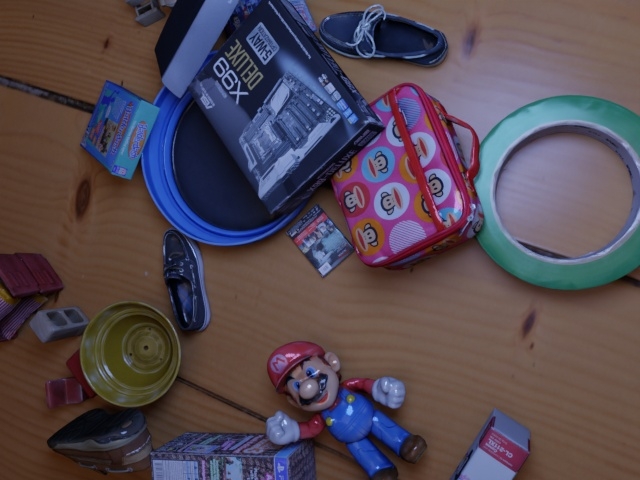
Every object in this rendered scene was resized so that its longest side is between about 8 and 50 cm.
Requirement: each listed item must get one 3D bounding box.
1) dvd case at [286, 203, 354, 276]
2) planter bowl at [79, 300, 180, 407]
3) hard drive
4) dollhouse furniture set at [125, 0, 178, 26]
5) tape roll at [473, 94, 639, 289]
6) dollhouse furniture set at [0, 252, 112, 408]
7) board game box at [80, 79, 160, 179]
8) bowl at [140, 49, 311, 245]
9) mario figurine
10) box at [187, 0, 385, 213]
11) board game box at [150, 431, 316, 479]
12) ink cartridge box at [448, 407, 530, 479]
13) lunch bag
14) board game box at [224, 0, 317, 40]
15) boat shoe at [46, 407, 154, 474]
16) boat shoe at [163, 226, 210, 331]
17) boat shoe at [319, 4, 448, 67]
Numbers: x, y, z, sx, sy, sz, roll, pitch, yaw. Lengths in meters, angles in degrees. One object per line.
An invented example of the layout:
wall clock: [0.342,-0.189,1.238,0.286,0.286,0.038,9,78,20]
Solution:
dvd case: [0.000,0.000,1.146,0.087,0.013,0.119,-43,76,13]
planter bowl: [-0.383,0.232,1.221,0.217,0.090,0.217,0,87,7]
hard drive: [-0.233,-0.414,1.087,0.254,0.054,0.172,-50,42,27]
dollhouse furniture set: [-0.341,-0.492,1.170,0.161,0.182,0.101,-19,84,17]
tape roll: [0.411,-0.078,0.980,0.322,0.077,0.321,0,90,18]
dollhouse furniture set: [-0.632,0.223,1.276,0.201,0.152,0.374,-44,77,13]
board game box: [-0.426,-0.237,1.220,0.210,0.047,0.160,34,102,45]
bowl: [-0.175,-0.183,1.171,0.392,0.077,0.390,0,89,18]
mario figurine: [0.030,0.312,1.044,0.321,0.198,0.170,40,141,8]
box: [-0.070,-0.238,1.028,0.242,0.077,0.307,-40,74,24]
board game box: [-0.162,0.508,1.128,0.291,0.141,0.231,-4,88,18]
ink cartridge box: [0.281,0.393,0.991,0.072,0.127,0.175,32,99,17]
lunch bag: [0.155,-0.113,1.004,0.258,0.120,0.293,-28,68,28]
board game box: [-0.116,-0.476,1.118,0.194,0.060,0.194,0,110,41]
boat shoe: [-0.456,0.430,1.202,0.324,0.123,0.119,-15,104,43]
boat shoe: [-0.292,0.081,1.207,0.080,0.076,0.228,-13,86,17]
boat shoe: [0.109,-0.379,1.078,0.255,0.079,0.095,22,97,17]
